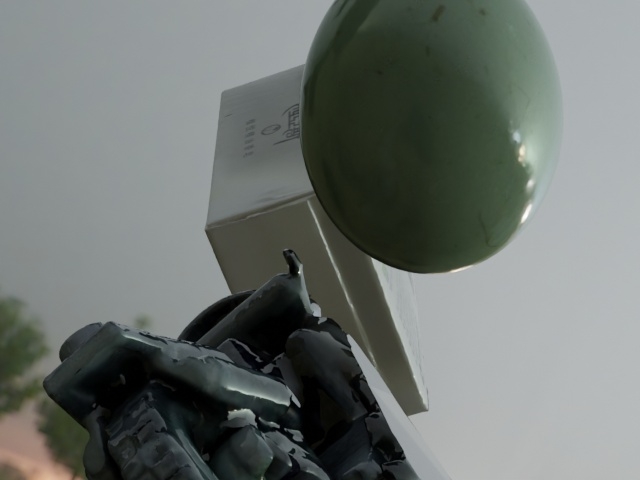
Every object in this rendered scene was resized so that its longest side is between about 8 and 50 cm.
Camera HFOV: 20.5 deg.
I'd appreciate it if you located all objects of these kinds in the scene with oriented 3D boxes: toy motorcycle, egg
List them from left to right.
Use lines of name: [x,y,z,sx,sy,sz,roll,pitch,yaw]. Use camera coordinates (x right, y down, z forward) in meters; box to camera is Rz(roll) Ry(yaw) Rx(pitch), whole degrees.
toy motorcycle: [-0.026,0.074,0.670,0.159,0.106,0.270,50,6,22]
egg: [0.062,-0.071,0.997,0.149,0.192,0.149,-1,30,0]

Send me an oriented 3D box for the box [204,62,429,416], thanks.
box: [0.000,0.000,1.333,0.111,0.194,0.260,-17,24,10]
